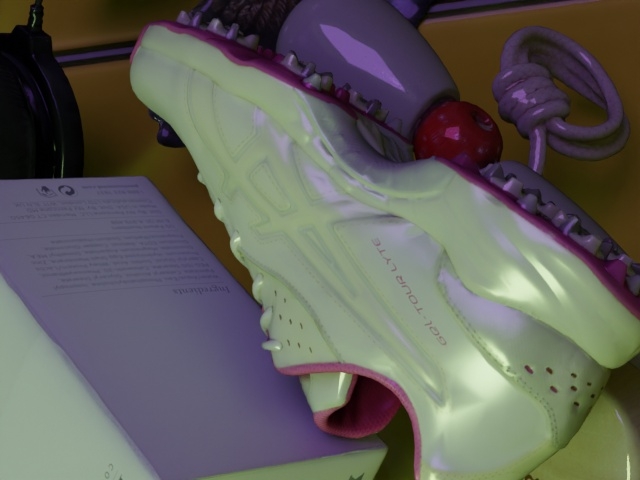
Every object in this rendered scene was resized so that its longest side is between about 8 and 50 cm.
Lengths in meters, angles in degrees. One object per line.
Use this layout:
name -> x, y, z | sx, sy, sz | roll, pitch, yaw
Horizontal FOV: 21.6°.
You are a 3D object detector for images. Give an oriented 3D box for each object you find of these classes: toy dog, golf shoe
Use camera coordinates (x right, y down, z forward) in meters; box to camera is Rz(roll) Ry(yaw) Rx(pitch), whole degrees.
toy dog -> 0.081, 0.033, 0.857 | 0.161, 0.220, 0.333 | -56, 40, 33
golf shoe -> 0.000, 0.000, 0.746 | 0.306, 0.115, 0.140 | 35, 98, 38

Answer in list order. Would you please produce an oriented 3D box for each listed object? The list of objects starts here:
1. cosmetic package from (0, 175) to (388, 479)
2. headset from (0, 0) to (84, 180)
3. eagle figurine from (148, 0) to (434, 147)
cosmetic package -> -0.116, 0.122, 0.825 | 0.225, 0.138, 0.224 | 44, 124, 35
headset -> -0.250, -0.097, 0.989 | 0.185, 0.243, 0.394 | 39, 94, 35
eagle figurine -> -0.015, -0.218, 1.056 | 0.298, 0.225, 0.226 | -55, 6, 20
